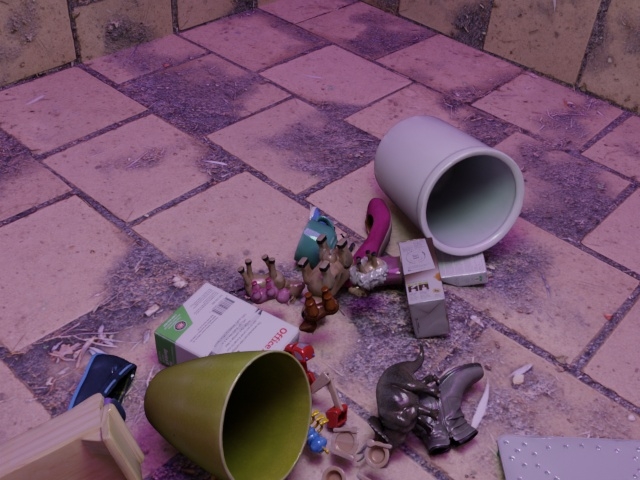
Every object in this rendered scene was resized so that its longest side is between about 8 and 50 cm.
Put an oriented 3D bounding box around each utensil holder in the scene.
[{"bbox_3d":[0.369,-0.179,2.160,0.328,0.327,0.385,-9,27,-17],"label":"utensil holder"}]

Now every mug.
[{"bbox_3d":[-0.002,0.003,2.069,0.097,0.129,0.157,22,85,6],"label":"mug"}]

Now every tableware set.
[{"bbox_3d":[0.073,0.486,1.534,0.141,0.020,0.168,10,74,25],"label":"tableware set"}]

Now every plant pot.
[{"bbox_3d":[-0.216,0.349,1.473,0.293,0.275,0.275,1,32,36],"label":"plant pot"}]

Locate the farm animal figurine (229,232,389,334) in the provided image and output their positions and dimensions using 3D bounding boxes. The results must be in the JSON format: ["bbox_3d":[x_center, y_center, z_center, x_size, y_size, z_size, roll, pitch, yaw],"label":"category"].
[{"bbox_3d":[-0.025,0.122,1.908,0.327,0.172,0.330,-38,42,-25],"label":"farm animal figurine"}]

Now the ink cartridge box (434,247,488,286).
[{"bbox_3d":[0.375,0.065,2.135,0.225,0.056,0.181,-9,38,11],"label":"ink cartridge box"}]

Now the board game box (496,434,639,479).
[{"bbox_3d":[0.594,0.593,1.504,0.390,0.050,0.390,3,39,-3],"label":"board game box"}]

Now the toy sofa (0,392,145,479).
[{"bbox_3d":[-0.532,0.460,1.370,0.362,0.150,0.177,-26,24,-9],"label":"toy sofa"}]

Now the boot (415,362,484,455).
[{"bbox_3d":[0.321,0.403,1.691,0.246,0.083,0.161,-24,52,-21],"label":"boot"}]

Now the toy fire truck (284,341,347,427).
[{"bbox_3d":[-0.012,0.334,1.672,0.135,0.192,0.047,-1,10,36],"label":"toy fire truck"}]

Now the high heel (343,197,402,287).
[{"bbox_3d":[0.126,-0.004,2.119,0.181,0.127,0.377,-3,37,-4],"label":"high heel"}]

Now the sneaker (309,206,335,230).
[{"bbox_3d":[0.006,-0.043,2.195,0.085,0.058,0.152,3,43,5],"label":"sneaker"}]

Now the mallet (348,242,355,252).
[{"bbox_3d":[0.064,0.065,2.099,0.039,0.062,0.189,19,26,13],"label":"mallet"}]

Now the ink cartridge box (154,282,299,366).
[{"bbox_3d":[-0.226,0.257,1.754,0.289,0.121,0.211,24,44,21],"label":"ink cartridge box"}]

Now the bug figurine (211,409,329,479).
[{"bbox_3d":[-0.126,0.449,1.574,0.279,0.072,0.216,-25,42,-26],"label":"bug figurine"}]

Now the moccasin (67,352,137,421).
[{"bbox_3d":[-0.484,0.374,1.573,0.117,0.137,0.342,8,40,-5],"label":"moccasin"}]

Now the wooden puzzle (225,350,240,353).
[{"bbox_3d":[-0.187,0.279,1.633,0.083,0.006,0.049,30,50,26],"label":"wooden puzzle"}]

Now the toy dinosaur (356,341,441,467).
[{"bbox_3d":[0.187,0.353,1.616,0.160,0.121,0.313,10,62,6],"label":"toy dinosaur"}]

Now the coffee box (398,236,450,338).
[{"bbox_3d":[0.282,0.125,1.947,0.098,0.141,0.246,-10,41,7],"label":"coffee box"}]
